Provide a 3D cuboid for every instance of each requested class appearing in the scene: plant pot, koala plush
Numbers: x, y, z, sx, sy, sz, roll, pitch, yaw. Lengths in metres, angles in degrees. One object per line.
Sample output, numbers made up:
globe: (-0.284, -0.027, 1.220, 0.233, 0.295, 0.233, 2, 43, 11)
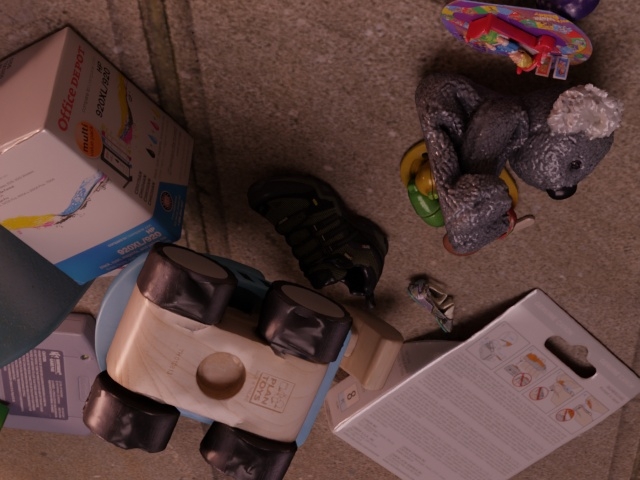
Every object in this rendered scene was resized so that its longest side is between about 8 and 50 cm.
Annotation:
plant pot: (-0.463, 0.048, 1.761, 0.247, 0.252, 0.248, -16, 126, 33)
koala plush: (0.232, -0.115, 1.607, 0.221, 0.203, 0.196, -14, 169, 5)

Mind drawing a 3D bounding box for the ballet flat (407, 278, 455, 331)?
ballet flat: (0.165, 0.090, 1.969, 0.041, 0.041, 0.114, -19, 136, 27)

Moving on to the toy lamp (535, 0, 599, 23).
toy lamp: (0.214, -0.337, 1.401, 0.080, 0.080, 0.275, -9, 141, 17)

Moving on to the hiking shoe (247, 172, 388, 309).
hiking shoe: (0.000, 0.000, 1.811, 0.227, 0.114, 0.086, 30, 134, -29)

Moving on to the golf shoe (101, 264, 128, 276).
golf shoe: (-0.274, 0.008, 1.894, 0.186, 0.067, 0.086, -10, 145, 32)

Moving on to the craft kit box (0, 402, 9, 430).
craft kit box: (-0.650, 0.266, 2.218, 0.250, 0.061, 0.246, 33, 142, -19)

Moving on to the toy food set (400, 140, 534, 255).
toy food set: (0.184, -0.038, 1.779, 0.128, 0.071, 0.218, -18, 136, 26)

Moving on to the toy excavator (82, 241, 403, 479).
toy excavator: (-0.070, 0.123, 1.775, 0.433, 0.445, 0.222, 20, 102, -13)

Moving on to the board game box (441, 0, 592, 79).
board game box: (0.208, -0.212, 1.530, 0.168, 0.033, 0.133, 11, 166, 22)

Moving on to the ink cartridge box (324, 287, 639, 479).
ink cartridge box: (0.247, 0.228, 2.125, 0.385, 0.091, 0.308, -38, 127, 19)

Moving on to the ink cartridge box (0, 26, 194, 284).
ink cartridge box: (-0.293, -0.098, 1.675, 0.168, 0.171, 0.232, -22, 135, 29)

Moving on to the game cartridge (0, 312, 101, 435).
game cartridge: (-0.422, 0.201, 2.158, 0.196, 0.060, 0.294, 9, 142, 0)
